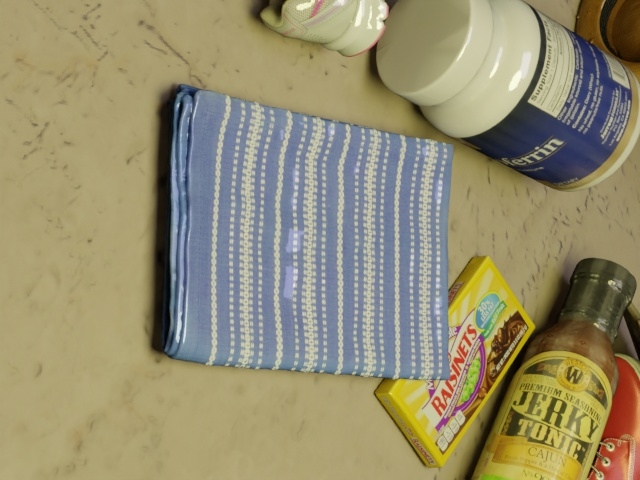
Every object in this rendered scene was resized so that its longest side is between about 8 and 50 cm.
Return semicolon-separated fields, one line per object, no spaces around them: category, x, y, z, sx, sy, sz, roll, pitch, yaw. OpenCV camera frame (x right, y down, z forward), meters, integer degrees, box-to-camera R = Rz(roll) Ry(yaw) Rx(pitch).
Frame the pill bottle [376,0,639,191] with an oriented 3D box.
pill bottle;0.191;-0.158;1.415;0.265;0.153;0.153;22;71;-38

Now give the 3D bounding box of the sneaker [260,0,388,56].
sneaker;-0.011;-0.295;1.280;0.111;0.103;0.252;-4;84;-39

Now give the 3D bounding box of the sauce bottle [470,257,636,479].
sauce bottle;0.242;0.174;1.459;0.111;0.111;0.344;42;58;-31

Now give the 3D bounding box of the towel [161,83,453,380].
towel;0.000;0.000;1.287;0.336;0.040;0.243;8;78;-39

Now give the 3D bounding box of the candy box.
candy box;0.140;0.120;1.426;0.105;0.027;0.206;53;54;-20

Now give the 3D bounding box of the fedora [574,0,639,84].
fedora;0.385;-0.247;1.592;0.079;0.194;0.194;31;65;-53

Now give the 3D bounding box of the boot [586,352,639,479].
boot;0.287;0.243;1.512;0.176;0.088;0.244;4;83;-36

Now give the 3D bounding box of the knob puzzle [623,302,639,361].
knob puzzle;0.387;0.160;1.541;0.030;0.213;0.213;-22;105;4
